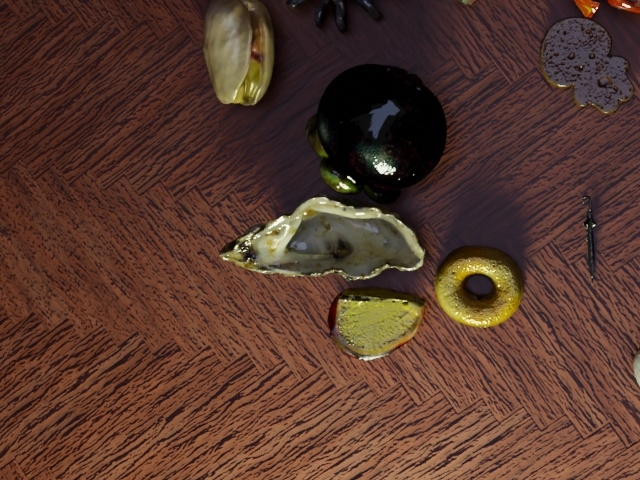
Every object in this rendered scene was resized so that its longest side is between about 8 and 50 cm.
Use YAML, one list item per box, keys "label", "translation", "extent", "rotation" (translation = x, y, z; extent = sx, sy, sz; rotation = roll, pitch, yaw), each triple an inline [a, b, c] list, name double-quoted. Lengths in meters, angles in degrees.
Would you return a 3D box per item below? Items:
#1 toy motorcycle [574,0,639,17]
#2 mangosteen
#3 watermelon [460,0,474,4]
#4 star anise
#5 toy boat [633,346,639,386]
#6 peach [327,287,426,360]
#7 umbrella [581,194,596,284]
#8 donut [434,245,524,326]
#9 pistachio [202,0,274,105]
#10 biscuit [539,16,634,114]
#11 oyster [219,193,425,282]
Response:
- label: "toy motorcycle"
  translation: [0.506, -0.428, 1.736]
  extent: [0.298, 0.089, 0.171]
  rotation: [15, 96, 12]
- label: "mangosteen"
  translation: [0.091, -0.175, 1.787]
  extent: [0.243, 0.243, 0.242]
  rotation: [0, 91, 14]
- label: "watermelon"
  translation: [0.244, -0.440, 1.823]
  extent: [0.084, 0.072, 0.092]
  rotation: [-45, 42, 22]
- label: "star anise"
  translation: [0.020, -0.462, 1.845]
  extent: [0.257, 0.110, 0.198]
  rotation: [39, 99, 4]
- label: "toy boat"
  translation: [0.614, 0.210, 1.725]
  extent: [0.227, 0.085, 0.155]
  rotation: [9, 94, 13]
- label: "peach"
  translation: [0.096, 0.130, 1.847]
  extent: [0.172, 0.092, 0.127]
  rotation: [-20, 91, 2]
- label: "umbrella"
  translation: [0.446, -0.001, 1.796]
  extent: [0.022, 0.022, 0.148]
  rotation: [-7, 89, 56]
- label: "donut"
  translation: [0.263, 0.078, 1.823]
  extent: [0.152, 0.058, 0.151]
  rotation: [0, 91, 11]
- label: "pistachio"
  translation: [-0.142, -0.334, 1.888]
  extent: [0.145, 0.117, 0.200]
  rotation: [4, 102, 51]
- label: "biscuit"
  translation: [0.436, -0.286, 1.788]
  extent: [0.124, 0.026, 0.175]
  rotation: [-40, 82, 13]
- label: "oyster"
  translation: [0.002, 0.001, 1.848]
  extent: [0.341, 0.110, 0.166]
  rotation: [-15, 102, 21]
